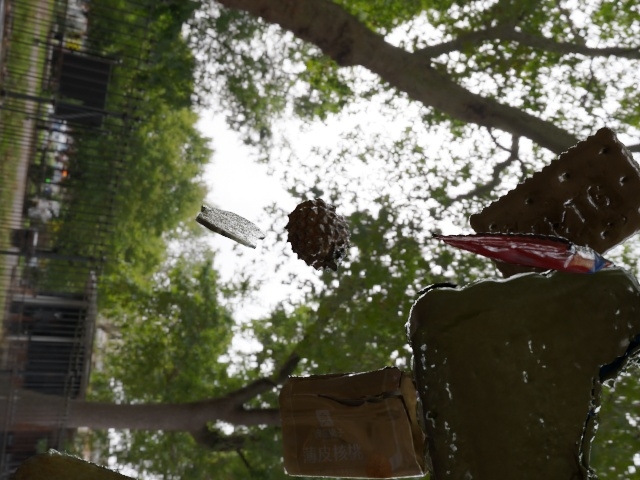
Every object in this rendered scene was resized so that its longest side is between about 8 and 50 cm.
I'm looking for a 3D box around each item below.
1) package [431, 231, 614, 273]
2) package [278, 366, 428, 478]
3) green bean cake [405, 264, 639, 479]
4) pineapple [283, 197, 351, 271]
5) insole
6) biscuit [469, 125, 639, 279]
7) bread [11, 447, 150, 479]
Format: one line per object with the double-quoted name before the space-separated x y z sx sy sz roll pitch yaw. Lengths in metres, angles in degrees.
"package" 0.153 0.009 0.438 0.083 0.200 0.022 9 -91 32
"package" 0.061 0.357 1.272 0.311 0.165 0.221 -12 -139 32
"green bean cake" 0.253 0.194 0.735 0.202 0.285 0.310 71 14 -77
"pineapple" 0.000 0.000 1.495 0.166 0.166 0.193 -61 -137 38
"insole" -0.095 -0.019 0.668 0.011 0.081 0.248 -63 -173 2
"biscuit" 0.470 -0.044 1.181 0.325 0.217 0.044 -34 -175 8
"bread" -0.291 0.400 0.801 0.056 0.286 0.207 103 10 -57
